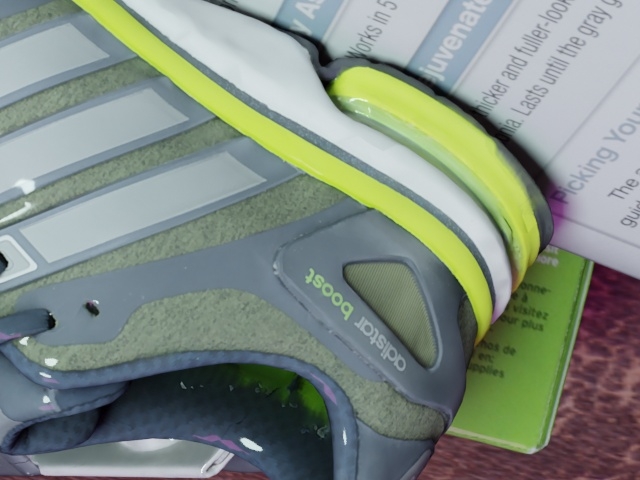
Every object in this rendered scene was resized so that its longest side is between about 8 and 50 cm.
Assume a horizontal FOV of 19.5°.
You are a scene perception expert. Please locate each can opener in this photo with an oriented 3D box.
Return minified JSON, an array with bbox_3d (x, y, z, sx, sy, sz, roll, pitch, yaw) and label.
[{"bbox_3d":[-0.139,0.096,0.943,0.283,0.076,0.095,-4,142,32],"label":"can opener"}]

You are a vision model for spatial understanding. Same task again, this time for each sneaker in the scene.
[{"bbox_3d":[-0.085,-0.016,0.482,0.300,0.121,0.111,22,149,-9],"label":"sneaker"}]

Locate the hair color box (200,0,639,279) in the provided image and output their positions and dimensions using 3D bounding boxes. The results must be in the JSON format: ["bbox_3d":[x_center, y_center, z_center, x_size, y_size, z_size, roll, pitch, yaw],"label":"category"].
[{"bbox_3d":[0.074,-0.093,0.508,0.374,0.113,0.185,21,149,-8],"label":"hair color box"}]

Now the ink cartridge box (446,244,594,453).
[{"bbox_3d":[0.000,0.000,0.725,0.189,0.097,0.255,14,-177,3],"label":"ink cartridge box"}]
